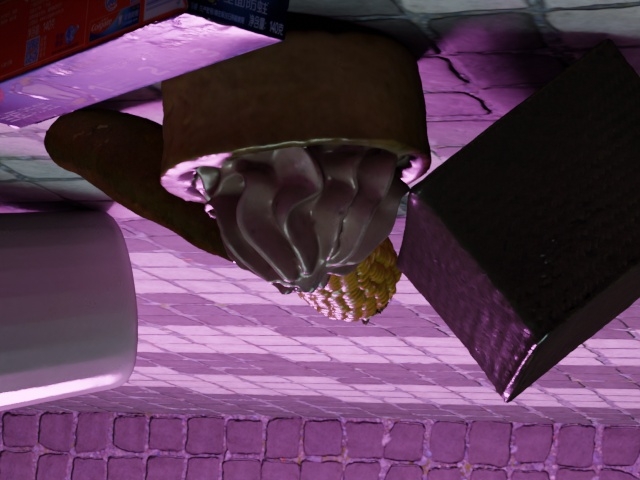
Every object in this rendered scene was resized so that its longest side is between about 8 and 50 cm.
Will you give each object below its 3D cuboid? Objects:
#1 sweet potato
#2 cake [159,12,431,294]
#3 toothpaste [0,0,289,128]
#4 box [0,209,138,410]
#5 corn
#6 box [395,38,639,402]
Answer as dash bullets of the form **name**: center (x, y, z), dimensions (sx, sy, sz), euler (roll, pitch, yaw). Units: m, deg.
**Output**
- **sweet potato**: center (-0.125, -0.052, 1.461), dimensions (0.244, 0.077, 0.077), euler (27, -173, 42)
- **cake**: center (-0.026, -0.050, 1.322), dimensions (0.208, 0.178, 0.185), euler (2, 170, 20)
- **toothpaste**: center (-0.144, -0.133, 1.217), dimensions (0.076, 0.066, 0.320), euler (13, 166, -37)
- **box**: center (-0.299, 0.090, 1.882), dimensions (0.206, 0.291, 0.262), euler (-6, -146, -17)
- **corn**: center (0.000, 0.000, 1.749), dimensions (0.106, 0.106, 0.305), euler (0, 163, 17)
- **box**: center (0.170, -0.008, 1.361), dimensions (0.184, 0.143, 0.273), euler (-37, 170, -7)
